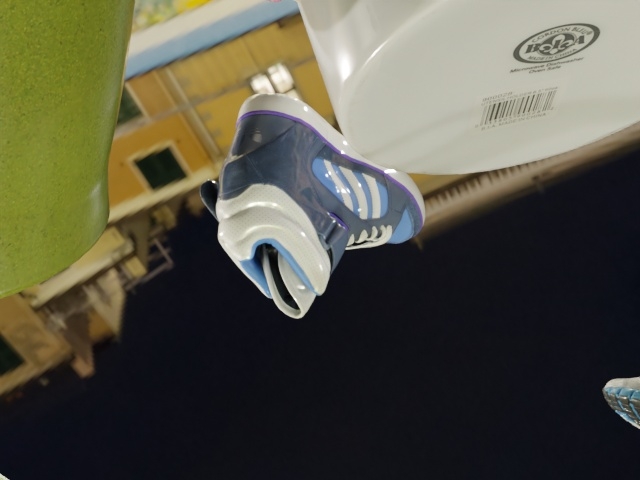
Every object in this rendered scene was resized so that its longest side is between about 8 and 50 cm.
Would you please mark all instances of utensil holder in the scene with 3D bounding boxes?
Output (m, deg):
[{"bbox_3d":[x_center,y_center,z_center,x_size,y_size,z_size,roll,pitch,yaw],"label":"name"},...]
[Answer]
[{"bbox_3d":[0.111,-0.286,0.857,0.327,0.327,0.385,-20,-112,11],"label":"utensil holder"}]

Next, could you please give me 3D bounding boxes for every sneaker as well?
[{"bbox_3d":[0.357,0.142,1.123,0.191,0.071,0.083,1,-126,48],"label":"sneaker"},{"bbox_3d":[0.000,0.000,1.386,0.130,0.323,0.236,-14,-124,36],"label":"sneaker"}]

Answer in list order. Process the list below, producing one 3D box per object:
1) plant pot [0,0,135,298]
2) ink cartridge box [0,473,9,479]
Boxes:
[{"bbox_3d":[-0.258,-0.157,0.709,0.366,0.353,0.366,-1,-154,1],"label":"plant pot"},{"bbox_3d":[-0.333,0.166,0.954,0.235,0.171,0.056,-29,-152,43],"label":"ink cartridge box"}]
